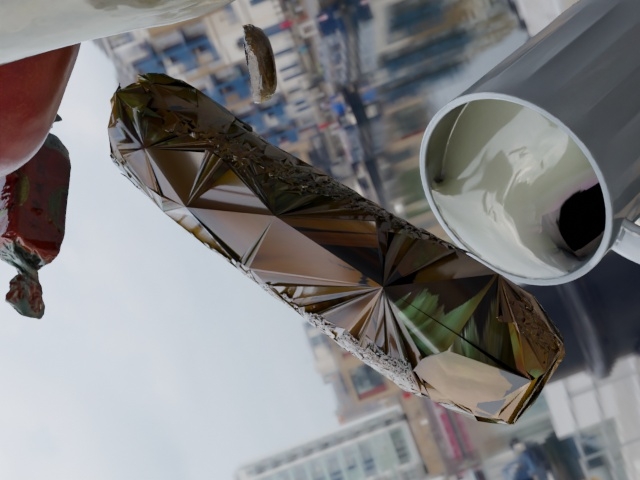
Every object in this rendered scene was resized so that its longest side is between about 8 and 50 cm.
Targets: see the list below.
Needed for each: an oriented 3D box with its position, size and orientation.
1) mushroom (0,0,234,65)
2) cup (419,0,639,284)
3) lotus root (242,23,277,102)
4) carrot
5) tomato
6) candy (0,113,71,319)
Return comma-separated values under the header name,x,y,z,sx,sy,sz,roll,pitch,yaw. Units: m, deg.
name,x,y,z,sx,sy,sz,roll,pitch,yaw
mushroom,-0.251,-0.139,0.521,0.137,0.408,0.154,-107,3,-57
cup,0.330,-0.109,1.212,0.323,0.327,0.236,33,138,23
lotus root,-0.062,-0.186,1.130,0.037,0.030,0.083,-98,-3,-62
carrot,0.000,0.001,0.477,0.229,0.069,0.069,33,170,18
tomato,-0.232,-0.124,0.703,0.195,0.136,0.195,-59,18,32
candy,-0.333,-0.047,1.237,0.086,0.059,0.292,32,-133,-45
